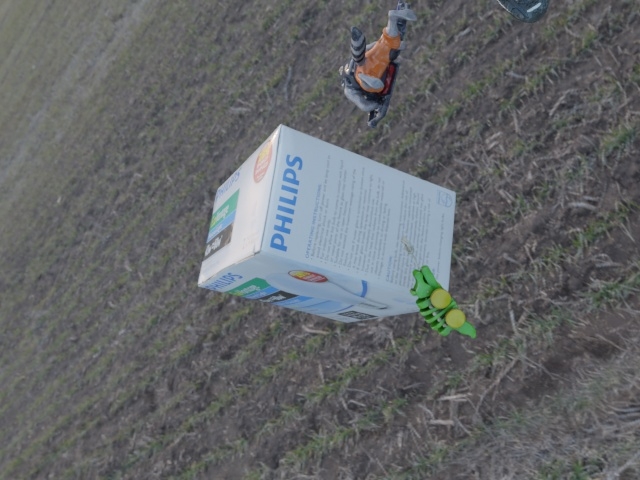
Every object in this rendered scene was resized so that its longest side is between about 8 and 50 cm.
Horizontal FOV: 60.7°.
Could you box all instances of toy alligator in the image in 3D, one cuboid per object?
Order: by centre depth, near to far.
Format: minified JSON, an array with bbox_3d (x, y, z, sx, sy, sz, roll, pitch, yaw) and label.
[{"bbox_3d":[0.160,0.082,0.814,0.051,0.190,0.056,-38,8,4],"label":"toy alligator"}]

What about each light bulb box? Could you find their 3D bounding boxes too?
[{"bbox_3d":[0.000,0.000,1.047,0.358,0.360,0.226,-26,52,60],"label":"light bulb box"}]

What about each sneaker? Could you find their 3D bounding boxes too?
[{"bbox_3d":[0.354,-0.524,1.044,0.100,0.108,0.272,-31,70,20],"label":"sneaker"}]

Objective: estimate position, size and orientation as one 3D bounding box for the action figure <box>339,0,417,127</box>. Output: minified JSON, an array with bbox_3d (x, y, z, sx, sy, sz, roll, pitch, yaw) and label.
[{"bbox_3d":[0.132,-0.483,1.393,0.330,0.178,0.342,177,106,-80],"label":"action figure"}]
